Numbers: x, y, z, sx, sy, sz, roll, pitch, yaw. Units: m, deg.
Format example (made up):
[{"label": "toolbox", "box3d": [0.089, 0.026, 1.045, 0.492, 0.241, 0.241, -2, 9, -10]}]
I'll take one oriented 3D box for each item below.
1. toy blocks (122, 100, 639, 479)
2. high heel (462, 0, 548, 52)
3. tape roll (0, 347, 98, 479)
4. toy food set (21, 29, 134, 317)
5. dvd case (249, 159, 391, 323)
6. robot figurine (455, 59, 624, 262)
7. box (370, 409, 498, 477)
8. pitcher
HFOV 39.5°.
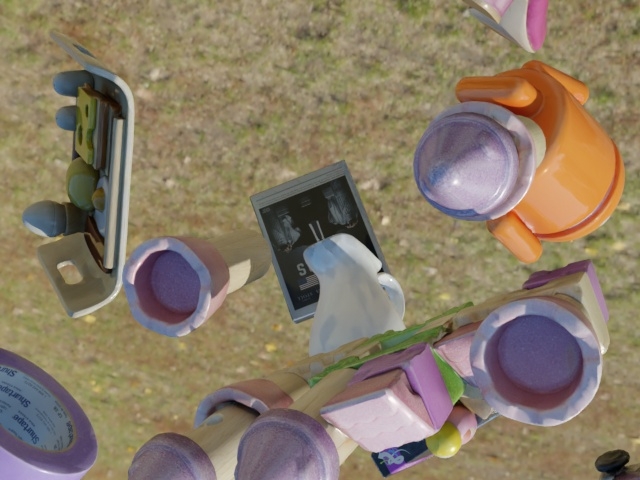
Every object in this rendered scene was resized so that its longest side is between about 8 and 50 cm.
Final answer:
[{"label": "toy blocks", "box3d": [0.037, 0.106, 0.513, 0.289, 0.309, 0.260, -22, -179, 24]}, {"label": "high heel", "box3d": [0.184, -0.242, 0.792, 0.082, 0.117, 0.244, 38, -166, 19]}, {"label": "tape roll", "box3d": [-0.335, 0.203, 0.943, 0.189, 0.080, 0.189, 42, -171, -8]}, {"label": "toy food set", "box3d": [-0.310, -0.089, 1.102, 0.092, 0.306, 0.220, -2, -158, -28]}, {"label": "dvd case", "box3d": [0.000, 0.000, 1.500, 0.179, 0.238, 0.029, -21, 159, 2]}, {"label": "robot figurine", "box3d": [0.204, -0.078, 0.833, 0.128, 0.158, 0.219, -33, 140, 25]}, {"label": "box", "box3d": [0.135, 0.155, 0.804, 0.162, 0.029, 0.116, -40, 160, 22]}, {"label": "pitcher", "box3d": [0.062, 0.115, 1.135, 0.125, 0.207, 0.178, -31, 143, 33]}]
